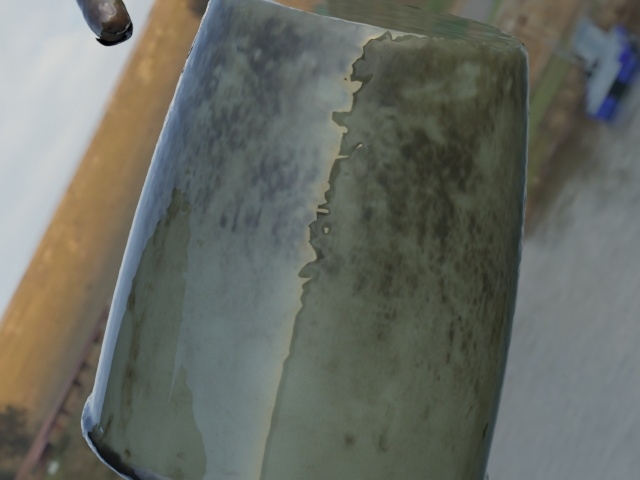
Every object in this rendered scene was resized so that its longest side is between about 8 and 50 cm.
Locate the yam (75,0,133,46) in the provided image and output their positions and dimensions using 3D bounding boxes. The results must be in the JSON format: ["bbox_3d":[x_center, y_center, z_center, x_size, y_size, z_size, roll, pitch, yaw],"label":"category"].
[{"bbox_3d":[-0.238,-0.289,1.613,0.264,0.046,0.046,64,144,34],"label":"yam"}]

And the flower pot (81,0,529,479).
[{"bbox_3d":[0.000,0.000,1.139,0.293,0.293,0.330,-61,-19,-76],"label":"flower pot"}]
